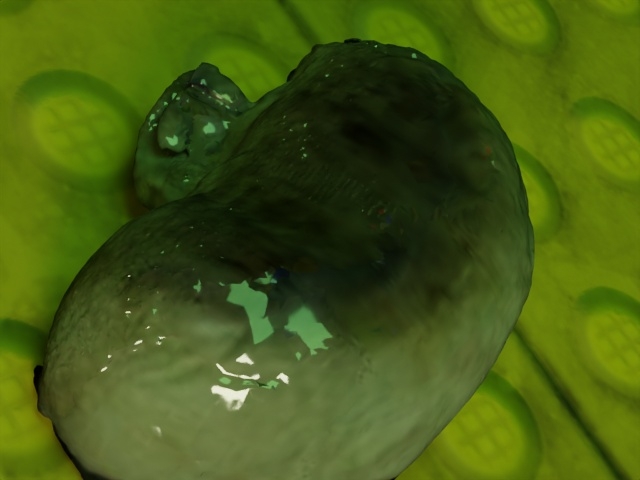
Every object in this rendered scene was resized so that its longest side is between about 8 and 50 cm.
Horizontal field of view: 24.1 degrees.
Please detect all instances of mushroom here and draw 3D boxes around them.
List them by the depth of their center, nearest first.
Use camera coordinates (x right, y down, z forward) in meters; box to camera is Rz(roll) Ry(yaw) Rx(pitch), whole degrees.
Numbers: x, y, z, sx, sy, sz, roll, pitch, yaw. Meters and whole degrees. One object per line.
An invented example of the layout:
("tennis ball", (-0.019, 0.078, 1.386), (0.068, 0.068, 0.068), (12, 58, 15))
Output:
("mushroom", (0.001, -0.001, 0.804), (0.247, 0.130, 0.344), (51, 44, 3))
